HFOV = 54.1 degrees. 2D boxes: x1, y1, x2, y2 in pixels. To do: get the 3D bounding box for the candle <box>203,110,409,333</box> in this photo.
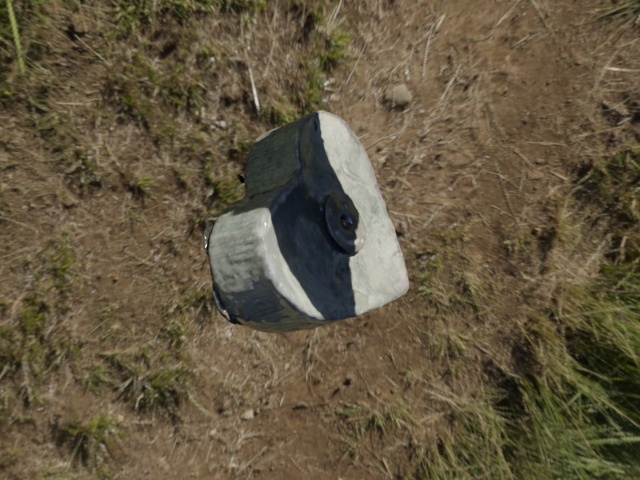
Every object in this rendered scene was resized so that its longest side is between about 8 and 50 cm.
[{"bbox_3d":[0.000,0.000,0.504,0.068,0.192,0.168,-18,131,38],"label":"candle"}]
